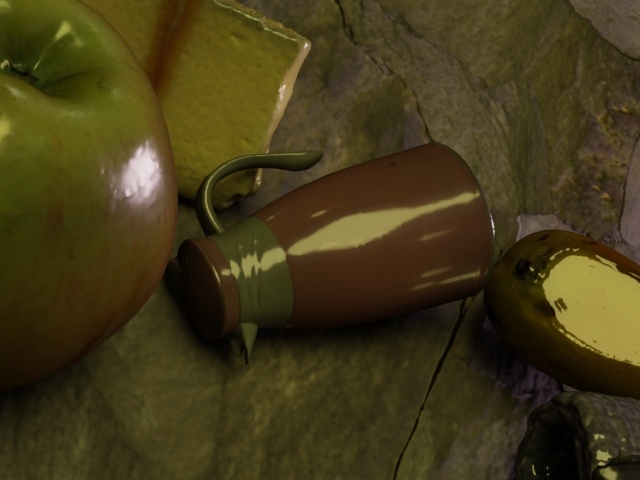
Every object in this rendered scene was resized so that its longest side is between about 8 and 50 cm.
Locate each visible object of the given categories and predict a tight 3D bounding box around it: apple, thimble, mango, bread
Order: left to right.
[{"bbox_3d":[-0.272,-0.056,1.293,0.339,0.305,0.338,13,50,-16],"label":"apple"},{"bbox_3d":[-0.158,-0.170,1.595,0.263,0.198,0.236,23,16,-12],"label":"bread"},{"bbox_3d":[0.237,0.204,1.463,0.098,0.150,0.150,8,53,-23],"label":"thimble"},{"bbox_3d":[0.273,0.086,1.553,0.262,0.167,0.130,28,87,8],"label":"mango"}]

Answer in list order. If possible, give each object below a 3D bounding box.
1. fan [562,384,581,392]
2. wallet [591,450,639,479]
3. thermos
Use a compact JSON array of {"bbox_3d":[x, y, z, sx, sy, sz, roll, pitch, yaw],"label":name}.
[{"bbox_3d":[0.364,0.165,1.648,0.329,0.009,0.190,36,47,3],"label":"fan"},{"bbox_3d":[0.314,0.352,1.361,0.197,0.051,0.377,0,80,-25],"label":"wallet"},{"bbox_3d":[0.000,0.000,1.502,0.265,0.146,0.176,-14,76,-25],"label":"thermos"}]
